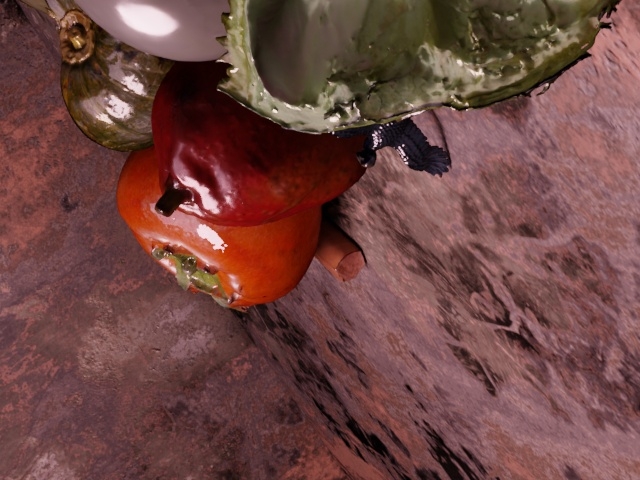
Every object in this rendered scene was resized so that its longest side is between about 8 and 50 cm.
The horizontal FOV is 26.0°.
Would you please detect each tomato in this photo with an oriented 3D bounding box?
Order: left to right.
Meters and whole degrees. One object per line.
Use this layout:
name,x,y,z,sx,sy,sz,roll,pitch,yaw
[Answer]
tomato,-0.137,-0.060,2.135,0.341,0.273,0.341,29,164,9

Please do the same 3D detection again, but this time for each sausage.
sausage,0.001,-0.001,2.249,0.169,0.065,0.065,41,162,39

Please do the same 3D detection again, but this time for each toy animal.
toy animal,0.075,-0.131,1.575,0.220,0.108,0.062,25,-178,-33

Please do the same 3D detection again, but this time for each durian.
durian,0.065,-0.203,1.123,0.394,0.198,0.163,0,162,32

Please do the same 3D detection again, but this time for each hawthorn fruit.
hawthorn fruit,-0.094,-0.132,1.709,0.265,0.307,0.265,42,161,18

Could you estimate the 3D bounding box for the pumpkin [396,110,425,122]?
pumpkin,0.080,-0.205,1.283,0.130,0.149,0.254,48,169,-14

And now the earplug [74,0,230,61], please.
earplug,-0.150,-0.363,1.302,0.312,0.312,0.394,31,155,58

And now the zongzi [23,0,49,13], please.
zongzi,-0.426,-0.433,2.389,0.393,0.174,0.356,46,171,3

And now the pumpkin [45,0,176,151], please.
pumpkin,-0.238,-0.302,1.986,0.232,0.242,0.325,-11,93,32
